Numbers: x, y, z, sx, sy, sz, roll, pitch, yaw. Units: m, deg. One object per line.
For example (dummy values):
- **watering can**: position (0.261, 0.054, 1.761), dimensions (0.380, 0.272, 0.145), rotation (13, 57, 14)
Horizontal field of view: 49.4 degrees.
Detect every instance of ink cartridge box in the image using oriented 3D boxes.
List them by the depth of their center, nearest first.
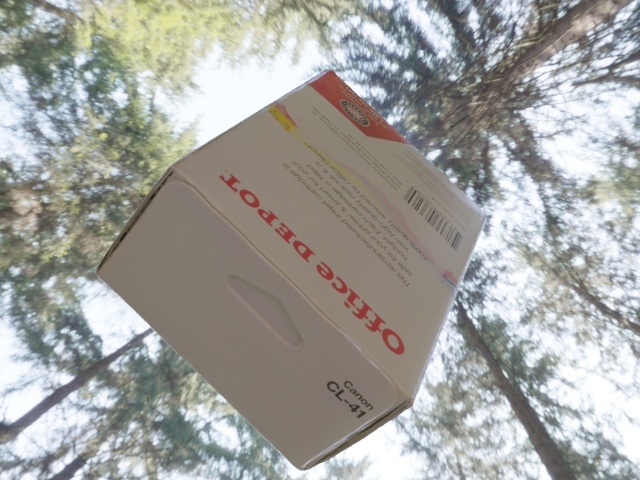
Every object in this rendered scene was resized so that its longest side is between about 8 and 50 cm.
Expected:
- **ink cartridge box**: position (0.000, 0.000, 0.598), dimensions (0.226, 0.306, 0.131), rotation (44, -55, -2)
